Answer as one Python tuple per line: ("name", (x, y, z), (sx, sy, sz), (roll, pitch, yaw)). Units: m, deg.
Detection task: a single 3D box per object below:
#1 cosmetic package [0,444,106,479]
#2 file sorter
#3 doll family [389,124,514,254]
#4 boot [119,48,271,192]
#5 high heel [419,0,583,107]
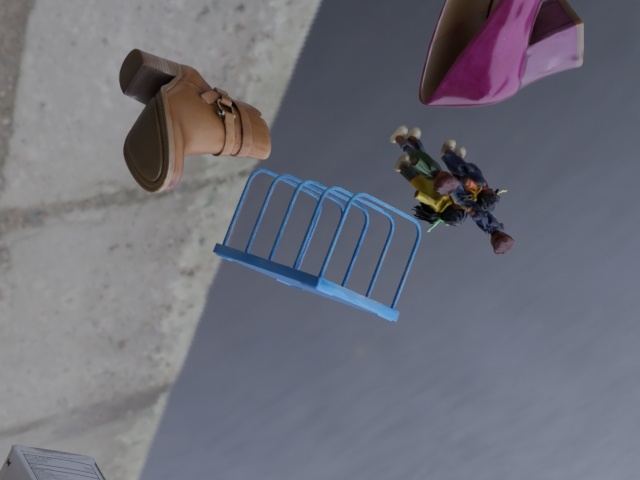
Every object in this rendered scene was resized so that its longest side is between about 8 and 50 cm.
("cosmetic package", (-0.186, 0.243, 0.690), (0.060, 0.099, 0.239), (19, 104, -38))
("file sorter", (0.000, 0.000, 1.237), (0.118, 0.170, 0.104), (26, 84, -41))
("doll family", (0.145, -0.048, 1.282), (0.193, 0.111, 0.076), (9, 124, -44))
("boot", (-0.171, -0.145, 1.748), (0.220, 0.283, 0.109), (22, 118, -33))
("high heel", (0.163, -0.296, 1.232), (0.181, 0.127, 0.377), (-19, 127, -2))
